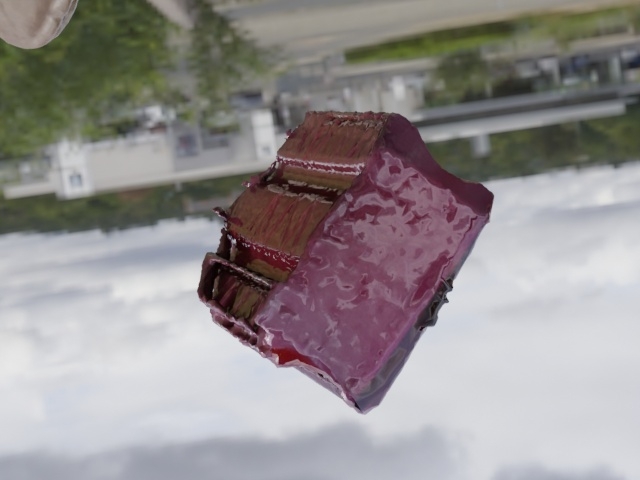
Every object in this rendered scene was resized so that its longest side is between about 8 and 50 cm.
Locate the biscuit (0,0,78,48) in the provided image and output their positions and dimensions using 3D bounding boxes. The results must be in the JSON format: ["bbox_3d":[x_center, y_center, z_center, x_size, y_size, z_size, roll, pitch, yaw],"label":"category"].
[{"bbox_3d":[-0.223,-0.218,0.891,0.290,0.208,0.041,-49,-159,35],"label":"biscuit"}]

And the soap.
[{"bbox_3d":[0.000,0.000,0.939,0.099,0.162,0.250,31,177,-17],"label":"soap"}]
